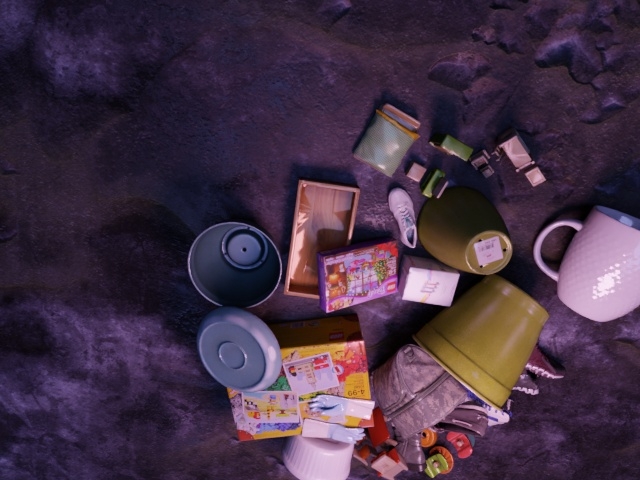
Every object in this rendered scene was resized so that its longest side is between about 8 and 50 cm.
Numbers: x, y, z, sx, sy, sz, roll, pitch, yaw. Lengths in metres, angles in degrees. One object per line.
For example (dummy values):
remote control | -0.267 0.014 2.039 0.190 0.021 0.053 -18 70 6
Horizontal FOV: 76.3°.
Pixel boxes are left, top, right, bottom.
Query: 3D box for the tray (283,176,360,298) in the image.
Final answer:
tray | 0.000 0.000 1.413 0.203 0.076 0.411 8 107 -3

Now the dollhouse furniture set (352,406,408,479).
dollhouse furniture set | 0.232 0.762 1.571 0.262 0.259 0.135 -43 113 11

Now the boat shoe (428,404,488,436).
boat shoe | 0.475 0.688 1.547 0.112 0.095 0.335 39 140 -20

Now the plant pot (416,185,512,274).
plant pot | 0.475 -0.011 1.298 0.275 0.293 0.275 0 108 0

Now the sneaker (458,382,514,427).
sneaker | 0.624 0.607 1.558 0.315 0.127 0.182 40 137 -19

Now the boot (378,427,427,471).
boot | 0.325 0.854 1.692 0.246 0.083 0.161 -20 73 38

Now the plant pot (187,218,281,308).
plant pot | -0.268 0.054 1.363 0.293 0.196 0.293 0 108 0

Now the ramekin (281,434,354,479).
ramekin | -0.003 0.788 1.575 0.277 0.277 0.135 14 101 -5

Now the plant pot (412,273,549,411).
plant pot | 0.572 0.316 1.402 0.366 0.366 0.353 38 93 -12

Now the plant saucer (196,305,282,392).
plant saucer | -0.278 0.366 1.323 0.317 0.044 0.317 6 108 18

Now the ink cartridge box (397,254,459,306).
ink cartridge box | 0.370 0.138 1.433 0.176 0.128 0.127 10 108 -3

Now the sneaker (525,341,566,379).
sneaker | 0.825 0.413 1.544 0.281 0.106 0.162 18 104 -6

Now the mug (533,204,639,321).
mug | 0.917 0.068 1.366 0.374 0.276 0.328 30 116 21

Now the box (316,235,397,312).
box | 0.132 0.112 1.395 0.293 0.057 0.201 -12 111 -25

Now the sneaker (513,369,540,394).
sneaker | 0.757 0.535 1.599 0.234 0.078 0.106 10 105 -8

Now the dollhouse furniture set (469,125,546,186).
dollhouse furniture set | 0.613 -0.248 1.346 0.161 0.101 0.182 -31 108 35

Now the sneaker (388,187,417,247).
sneaker | 0.290 -0.075 1.379 0.080 0.094 0.212 -19 107 7

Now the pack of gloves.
pack of gloves | 0.060 0.642 1.437 0.232 0.046 0.195 9 108 -4

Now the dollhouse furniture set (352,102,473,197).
dollhouse furniture set | 0.278 -0.277 1.282 0.301 0.151 0.197 27 106 -9

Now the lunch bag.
lunch bag | 0.323 0.527 1.458 0.212 0.305 0.256 -25 65 -27

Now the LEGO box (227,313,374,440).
LEGO box | -0.077 0.508 1.516 0.500 0.193 0.372 -8 108 2

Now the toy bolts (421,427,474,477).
toy bolts | 0.519 0.825 1.687 0.228 0.158 0.218 -38 64 21
